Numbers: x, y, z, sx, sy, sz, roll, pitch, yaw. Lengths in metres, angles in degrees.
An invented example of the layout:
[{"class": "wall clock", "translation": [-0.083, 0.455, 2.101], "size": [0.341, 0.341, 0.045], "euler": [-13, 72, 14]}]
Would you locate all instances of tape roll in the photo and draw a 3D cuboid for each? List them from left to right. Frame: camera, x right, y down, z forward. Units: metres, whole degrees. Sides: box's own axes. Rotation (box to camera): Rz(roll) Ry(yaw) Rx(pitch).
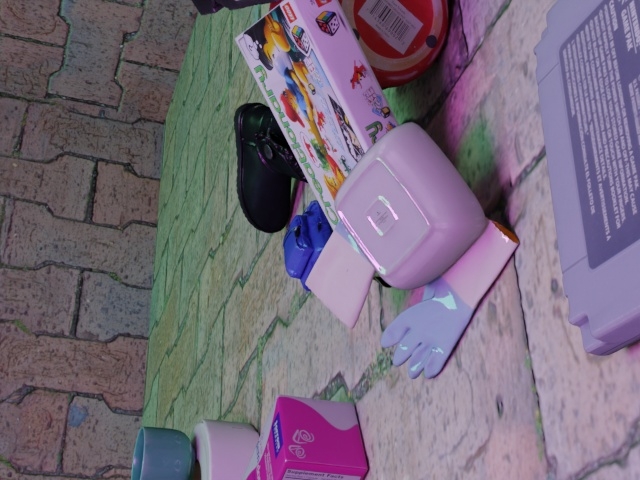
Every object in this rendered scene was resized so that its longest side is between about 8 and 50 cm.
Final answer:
[{"class": "tape roll", "translation": [-0.184, 0.469, 1.599], "size": [0.286, 0.100, 0.286], "euler": [-171, 90, -73]}]

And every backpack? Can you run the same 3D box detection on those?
[{"class": "backpack", "translation": [0.000, 0.000, 1.260], "size": [0.120, 0.101, 0.098], "euler": [-94, 28, -46]}]

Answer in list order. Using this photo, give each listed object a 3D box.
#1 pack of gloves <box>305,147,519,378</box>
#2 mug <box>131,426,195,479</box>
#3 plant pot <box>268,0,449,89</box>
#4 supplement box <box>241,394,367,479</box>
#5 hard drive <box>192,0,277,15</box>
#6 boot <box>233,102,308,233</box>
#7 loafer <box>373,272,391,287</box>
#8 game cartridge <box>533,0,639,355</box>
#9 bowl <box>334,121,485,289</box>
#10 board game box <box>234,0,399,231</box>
[{"class": "pack of gloves", "translation": [0.096, 0.022, 0.951], "size": [0.195, 0.046, 0.232], "euler": [45, 131, 26]}, {"class": "mug", "translation": [-0.284, 0.417, 1.613], "size": [0.129, 0.097, 0.157], "euler": [-131, 51, -67]}, {"class": "plant pot", "translation": [0.053, -0.273, 1.096], "size": [0.174, 0.191, 0.191], "euler": [14, 95, 65]}, {"class": "supplement box", "translation": [-0.031, 0.320, 1.171], "size": [0.111, 0.114, 0.220], "euler": [-103, 29, -52]}, {"class": "hard drive", "translation": [0.011, -0.391, 1.069], "size": [0.064, 0.339, 0.237], "euler": [59, 162, -24]}, {"class": "boot", "translation": [-0.064, -0.114, 1.514], "size": [0.207, 0.094, 0.246], "euler": [22, 123, 58]}, {"class": "loafer", "translation": [0.081, 0.041, 1.076], "size": [0.125, 0.045, 0.039], "euler": [166, 106, -68]}, {"class": "game cartridge", "translation": [0.235, -0.088, 0.636], "size": [0.198, 0.062, 0.297], "euler": [135, 141, -55]}, {"class": "bowl", "translation": [0.076, -0.028, 0.882], "size": [0.142, 0.053, 0.142], "euler": [56, 137, 15]}, {"class": "board game box", "translation": [0.019, -0.128, 1.030], "size": [0.305, 0.053, 0.193], "euler": [63, 159, -9]}]
